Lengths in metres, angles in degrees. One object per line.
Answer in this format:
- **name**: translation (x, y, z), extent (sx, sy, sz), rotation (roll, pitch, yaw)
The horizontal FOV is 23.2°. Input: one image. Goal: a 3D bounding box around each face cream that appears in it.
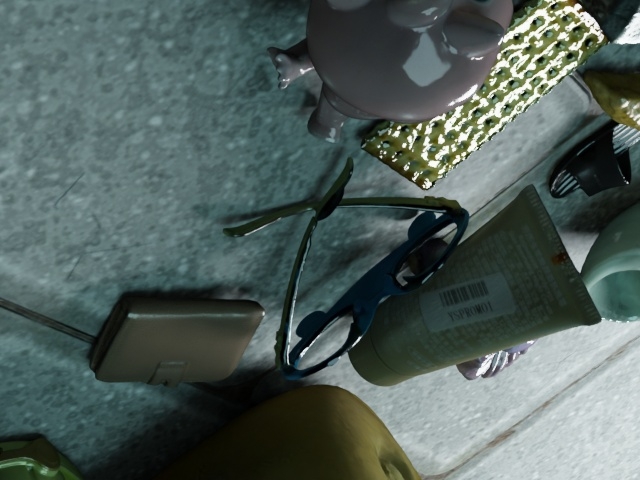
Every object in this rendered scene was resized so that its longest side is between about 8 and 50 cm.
- **face cream**: translation (0.139, 0.064, 1.514), extent (0.084, 0.137, 0.341), rotation (-21, 173, -33)

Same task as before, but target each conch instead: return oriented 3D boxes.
- **conch**: translation (0.376, 0.024, 1.725), extent (0.221, 0.121, 0.185), rotation (21, 114, -42)

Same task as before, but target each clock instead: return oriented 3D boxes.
- **clock**: translation (-0.329, 0.268, 1.560), extent (0.170, 0.069, 0.232), rotation (-27, 147, -4)

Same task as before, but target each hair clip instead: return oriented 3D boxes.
- **hair clip**: translation (0.193, 0.075, 1.702), extent (0.173, 0.069, 0.300), rotation (-42, 146, 15)

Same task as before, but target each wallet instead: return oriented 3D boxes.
- **wallet**: translation (-0.140, 0.096, 1.502), extent (0.152, 0.039, 0.118), rotation (3, 134, -35)

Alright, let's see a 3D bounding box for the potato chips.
- **potato chips**: translation (0.441, -0.162, 1.569), extent (0.407, 0.057, 0.080), rotation (-14, 129, -23)

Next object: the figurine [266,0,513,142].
- **figurine**: translation (0.059, -0.169, 1.222), extent (0.176, 0.186, 0.287), rotation (12, 167, 5)

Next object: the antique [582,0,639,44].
- **antique**: translation (0.309, -0.231, 1.351), extent (0.183, 0.088, 0.086), rotation (-8, 144, -31)

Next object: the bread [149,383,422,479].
- **bread**: translation (-0.074, 0.346, 1.636), extent (0.376, 0.348, 0.253), rotation (-36, 132, 15)

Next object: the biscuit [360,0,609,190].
- **biscuit**: translation (0.153, -0.139, 1.425), extent (0.231, 0.016, 0.139), rotation (-39, 147, 15)

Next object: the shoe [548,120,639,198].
- **shoe**: translation (0.304, -0.086, 1.586), extent (0.159, 0.053, 0.062), rotation (-41, 149, 13)

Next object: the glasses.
- **glasses**: translation (0.017, 0.024, 1.458), extent (0.239, 0.102, 0.207), rotation (-43, 142, 9)
